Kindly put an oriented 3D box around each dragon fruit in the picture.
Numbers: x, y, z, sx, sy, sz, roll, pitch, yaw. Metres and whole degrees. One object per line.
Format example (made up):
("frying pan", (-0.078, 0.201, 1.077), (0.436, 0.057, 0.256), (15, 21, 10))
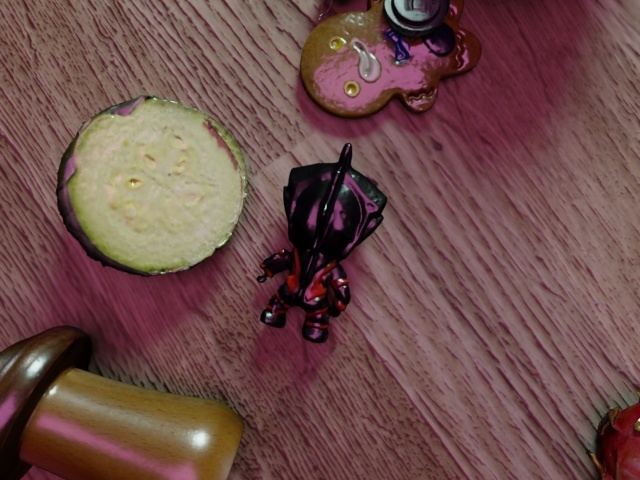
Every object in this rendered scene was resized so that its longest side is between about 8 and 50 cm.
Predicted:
("dragon fruit", (0.395, 0.265, 0.612), (0.136, 0.133, 0.165), (10, 86, 44))

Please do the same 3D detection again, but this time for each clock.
("clock", (0.120, -0.297, 0.653), (0.085, 0.017, 0.085), (0, 79, 0))

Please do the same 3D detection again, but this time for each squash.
("squash", (-0.205, -0.064, 0.659), (0.220, 0.133, 0.220), (-1, 93, -14))

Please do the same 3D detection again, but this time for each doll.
("doll", (-0.002, -0.001, 0.652), (0.127, 0.088, 0.248), (11, 98, -19))

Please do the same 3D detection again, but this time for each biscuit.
("biscuit", (0.088, -0.245, 0.679), (0.236, 0.039, 0.179), (-22, 89, 2))

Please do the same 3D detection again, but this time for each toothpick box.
("toothpick box", (-0.247, 0.220, 0.598), (0.295, 0.192, 0.192), (22, 89, -3))

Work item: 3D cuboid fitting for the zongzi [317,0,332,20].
("zongzi", (0.067, -0.336, 0.651), (0.131, 0.062, 0.154), (28, 82, 18))
